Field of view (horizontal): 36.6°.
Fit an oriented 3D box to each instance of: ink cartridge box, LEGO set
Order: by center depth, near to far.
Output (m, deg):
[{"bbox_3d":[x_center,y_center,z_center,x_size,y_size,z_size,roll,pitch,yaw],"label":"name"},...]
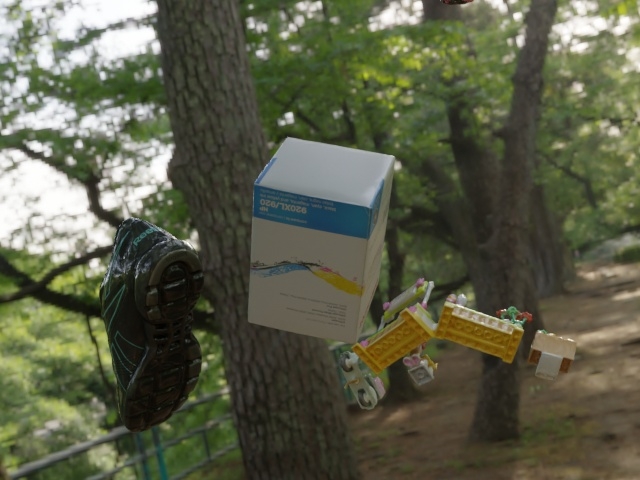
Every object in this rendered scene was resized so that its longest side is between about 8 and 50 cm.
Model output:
[{"bbox_3d":[0.156,0.106,1.155,0.287,0.132,0.107,-15,21,24],"label":"LEGO set"},{"bbox_3d":[0.000,0.000,1.400,0.168,0.233,0.171,11,31,10],"label":"ink cartridge box"}]

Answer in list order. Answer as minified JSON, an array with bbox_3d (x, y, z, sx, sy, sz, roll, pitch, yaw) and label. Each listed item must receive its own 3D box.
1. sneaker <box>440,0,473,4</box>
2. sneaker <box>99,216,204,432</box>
[{"bbox_3d":[0.184,-0.336,1.318,0.057,0.047,0.119,-20,1,33],"label":"sneaker"},{"bbox_3d":[-0.192,0.096,1.085,0.101,0.267,0.106,-17,41,-41],"label":"sneaker"}]
